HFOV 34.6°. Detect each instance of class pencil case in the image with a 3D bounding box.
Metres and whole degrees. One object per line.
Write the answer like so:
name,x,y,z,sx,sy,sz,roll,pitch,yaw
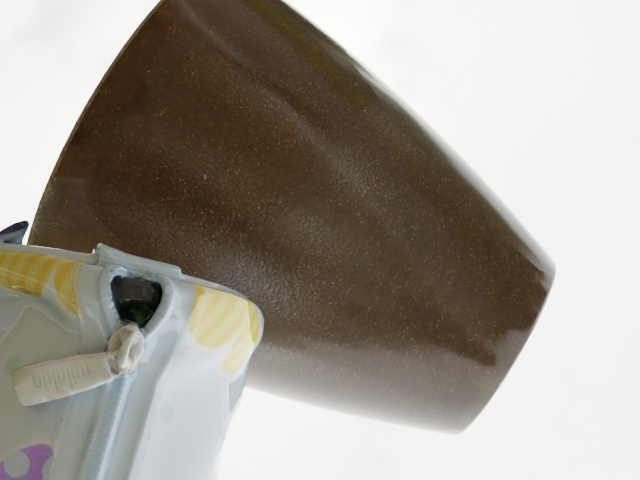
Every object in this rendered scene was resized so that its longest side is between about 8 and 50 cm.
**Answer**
pencil case,-0.098,0.136,0.363,0.124,0.113,0.273,-8,-113,58

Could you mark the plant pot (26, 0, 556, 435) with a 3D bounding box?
plant pot,0.000,0.000,0.554,0.230,0.215,0.215,30,-116,4
